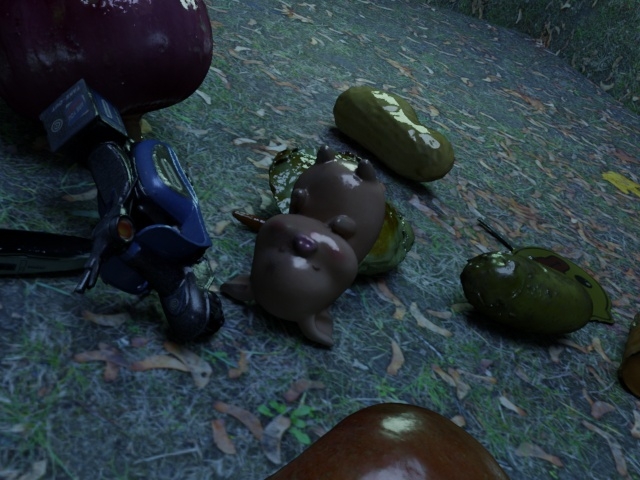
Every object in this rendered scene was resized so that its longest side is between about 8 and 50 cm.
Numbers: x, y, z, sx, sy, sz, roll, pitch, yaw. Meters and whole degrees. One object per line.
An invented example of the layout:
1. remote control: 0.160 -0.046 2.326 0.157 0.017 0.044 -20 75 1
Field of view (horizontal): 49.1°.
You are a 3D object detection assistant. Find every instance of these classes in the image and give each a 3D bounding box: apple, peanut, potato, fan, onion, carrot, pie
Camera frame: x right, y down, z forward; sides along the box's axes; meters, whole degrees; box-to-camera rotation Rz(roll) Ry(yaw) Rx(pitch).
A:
1. apple: 0.055 0.265 0.574 0.254 0.253 0.253 17 31 -11
2. peanut: 0.162 -0.239 1.527 0.319 0.147 0.148 38 33 28
3. potato: 0.346 0.092 1.167 0.251 0.113 0.149 20 22 -24
4. fan: 0.440 0.055 1.383 0.230 0.011 0.335 -13 48 -46
5. onion: -0.354 -0.283 1.118 0.359 0.344 0.358 13 16 -4
6. carrot: 0.576 0.174 1.212 0.102 0.101 0.263 31 30 12
7. carrot: -0.075 -0.022 1.126 0.142 0.035 0.035 13 32 -13
8. pie: 0.028 -0.054 1.166 0.257 0.105 0.274 3 45 -42

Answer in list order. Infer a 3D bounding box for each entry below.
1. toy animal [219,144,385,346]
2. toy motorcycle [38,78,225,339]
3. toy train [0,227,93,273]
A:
1. toy animal: -0.008 0.000 0.976 0.167 0.154 0.250 23 69 26
2. toy motorcycle: -0.236 -0.030 0.894 0.213 0.125 0.358 36 20 -54
3. toy train: -0.379 0.017 0.846 0.252 0.048 0.055 7 29 -37
